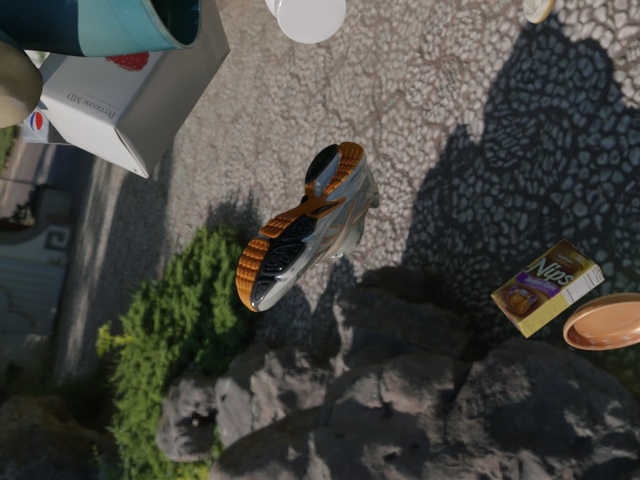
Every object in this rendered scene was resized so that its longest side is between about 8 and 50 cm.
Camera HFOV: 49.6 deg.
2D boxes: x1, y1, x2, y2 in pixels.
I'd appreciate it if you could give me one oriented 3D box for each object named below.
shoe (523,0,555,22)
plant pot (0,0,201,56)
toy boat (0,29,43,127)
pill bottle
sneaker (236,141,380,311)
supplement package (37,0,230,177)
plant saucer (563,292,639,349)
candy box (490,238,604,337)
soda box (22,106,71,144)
[{"bbox_3d":[0.375,-0.483,1.183,0.077,0.058,0.219,-116,25,-53],"label":"shoe"},{"bbox_3d":[-0.320,-0.359,0.892,0.271,0.255,0.272,-9,-90,-80],"label":"plant pot"},{"bbox_3d":[-0.499,-0.204,0.787,0.267,0.318,0.148,123,140,-87],"label":"toy boat"},{"bbox_3d":[-0.052,-0.676,1.757,0.210,0.210,0.363,-57,34,39],"label":"pill bottle"},{"bbox_3d":[0.000,0.000,0.923,0.099,0.121,0.262,21,67,46],"label":"sneaker"},{"bbox_3d":[-0.309,-0.289,1.161,0.293,0.177,0.175,-62,-13,-17],"label":"supplement package"},{"bbox_3d":[0.581,0.157,1.372,0.200,0.199,0.037,-51,33,46],"label":"plant saucer"},{"bbox_3d":[0.440,0.091,1.353,0.186,0.053,0.109,-38,32,4],"label":"candy box"},{"bbox_3d":[-0.580,-0.279,1.699,0.091,0.286,0.098,7,97,28],"label":"soda box"}]
